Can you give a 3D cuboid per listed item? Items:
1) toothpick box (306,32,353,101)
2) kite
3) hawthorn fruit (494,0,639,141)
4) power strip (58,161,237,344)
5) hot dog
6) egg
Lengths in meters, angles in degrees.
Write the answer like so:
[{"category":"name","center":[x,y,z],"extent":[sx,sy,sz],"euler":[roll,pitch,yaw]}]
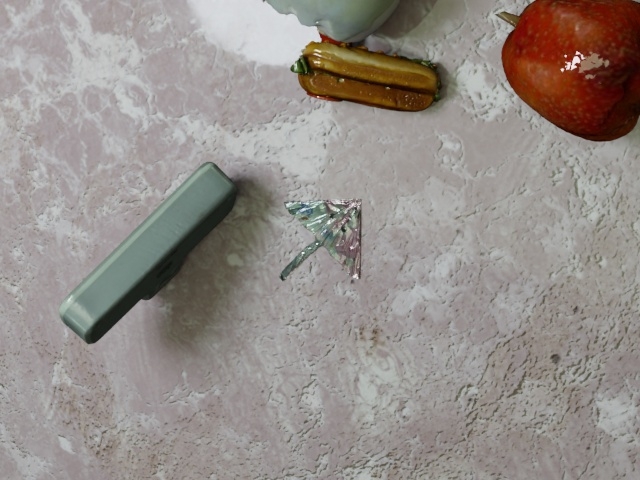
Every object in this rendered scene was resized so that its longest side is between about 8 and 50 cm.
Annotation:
[{"category":"toothpick box","center":[0.013,-0.214,1.261],"extent":[0.047,0.047,0.083],"euler":[16,105,14]},{"category":"kite","center":[0.000,0.000,1.332],"extent":[0.156,0.011,0.139],"euler":[-43,84,21]},{"category":"hawthorn fruit","center":[0.292,-0.198,1.117],"extent":[0.173,0.173,0.179],"euler":[-43,48,21]},{"category":"power strip","center":[-0.217,0.023,1.314],"extent":[0.059,0.193,0.265],"euler":[43,74,3]},{"category":"hot dog","center":[0.054,-0.196,1.220],"extent":[0.188,0.055,0.072],"euler":[11,141,-13]},{"category":"egg","center":[0.026,-0.342,1.158],"extent":[0.183,0.183,0.217],"euler":[28,104,11]}]
